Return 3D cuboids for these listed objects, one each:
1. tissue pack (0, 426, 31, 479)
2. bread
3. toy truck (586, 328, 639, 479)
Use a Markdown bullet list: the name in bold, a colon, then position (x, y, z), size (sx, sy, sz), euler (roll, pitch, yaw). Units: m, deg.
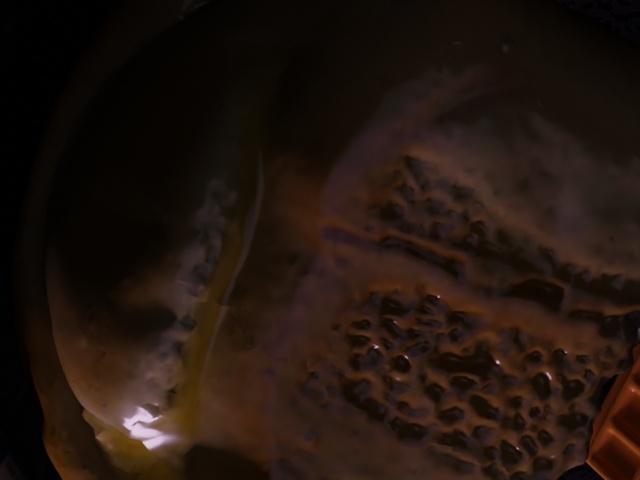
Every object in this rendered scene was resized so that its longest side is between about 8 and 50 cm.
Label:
- **tissue pack**: position (-0.223, 0.143, 0.766), size (0.192, 0.134, 0.271), euler (-33, 127, -18)
- **bread**: position (0.000, 0.000, 0.782), size (0.270, 0.211, 0.315), euler (21, 96, -28)
- **toy truck**: position (0.278, 0.123, 1.038), size (0.270, 0.135, 0.114), euler (16, 107, -34)
